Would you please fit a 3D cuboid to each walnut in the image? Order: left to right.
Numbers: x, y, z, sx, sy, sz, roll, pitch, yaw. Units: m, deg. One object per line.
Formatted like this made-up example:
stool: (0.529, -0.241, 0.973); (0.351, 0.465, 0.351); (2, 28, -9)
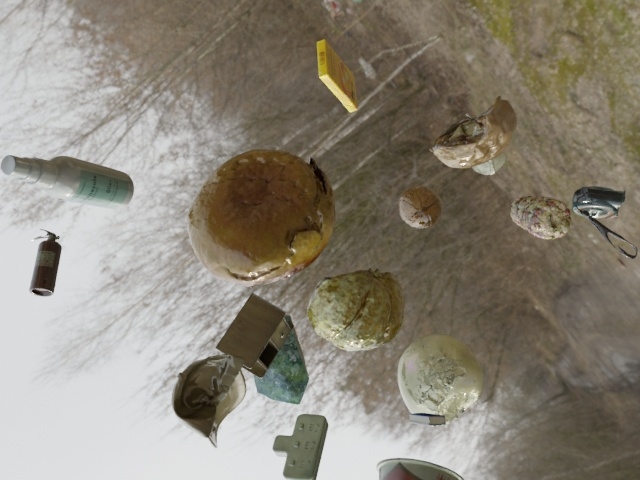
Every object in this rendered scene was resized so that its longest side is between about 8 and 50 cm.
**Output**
walnut: (0.374, -0.125, 2.064); (0.167, 0.167, 0.207); (52, -173, -3)
walnut: (0.417, -0.270, 1.492); (0.141, 0.204, 0.238); (53, 168, -7)

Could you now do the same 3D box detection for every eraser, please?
eraser: (0.300, 0.503, 1.542); (0.063, 0.085, 0.027); (9, -105, -31)

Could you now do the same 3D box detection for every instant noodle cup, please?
instant noodle cup: (0.244, 0.680, 1.386); (0.235, 0.235, 0.178); (47, -138, -33)

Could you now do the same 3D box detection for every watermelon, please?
watermelon: (-0.157, 0.535, 2.376); (0.258, 0.229, 0.387); (58, -164, -62)

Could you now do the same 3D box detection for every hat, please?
hat: (-0.227, 0.316, 1.077); (0.144, 0.173, 0.166); (31, -130, -5)

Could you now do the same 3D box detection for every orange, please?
orange: (0.127, 0.235, 1.710); (0.369, 0.271, 0.210); (7, -134, -51)

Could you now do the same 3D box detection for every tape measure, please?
tape measure: (0.618, -0.033, 1.211); (0.107, 0.104, 0.179); (54, -149, -69)

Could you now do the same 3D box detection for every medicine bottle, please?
medicine bottle: (-0.618, -0.151, 1.356); (0.110, 0.110, 0.352); (55, -166, 16)

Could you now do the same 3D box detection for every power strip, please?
power strip: (-0.086, 0.792, 2.100); (0.264, 0.194, 0.059); (-73, -27, -44)

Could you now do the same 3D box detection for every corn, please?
corn: (0.498, -0.061, 1.274); (0.092, 0.092, 0.280); (52, -172, -5)

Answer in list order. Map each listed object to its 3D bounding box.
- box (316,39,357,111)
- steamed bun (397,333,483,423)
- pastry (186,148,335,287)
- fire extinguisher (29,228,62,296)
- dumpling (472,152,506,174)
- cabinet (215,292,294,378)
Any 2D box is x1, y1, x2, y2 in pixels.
box: (0.066, -0.604, 2.031); (0.269, 0.044, 0.152); (28, -124, -58)
steamed bun: (0.425, 0.511, 2.089); (0.233, 0.333, 0.312); (34, -169, -38)
pastry: (-0.136, -0.058, 1.258); (0.356, 0.356, 0.163); (56, 167, 23)
fire extinguisher: (-0.885, 0.063, 1.752); (0.071, 0.099, 0.231); (87, 178, -63)
dumpling: (0.539, -0.297, 1.788); (0.155, 0.111, 0.181); (66, 173, -23)
cabinet: (-0.207, 0.318, 1.815); (0.148, 0.215, 0.174); (26, 161, 17)
